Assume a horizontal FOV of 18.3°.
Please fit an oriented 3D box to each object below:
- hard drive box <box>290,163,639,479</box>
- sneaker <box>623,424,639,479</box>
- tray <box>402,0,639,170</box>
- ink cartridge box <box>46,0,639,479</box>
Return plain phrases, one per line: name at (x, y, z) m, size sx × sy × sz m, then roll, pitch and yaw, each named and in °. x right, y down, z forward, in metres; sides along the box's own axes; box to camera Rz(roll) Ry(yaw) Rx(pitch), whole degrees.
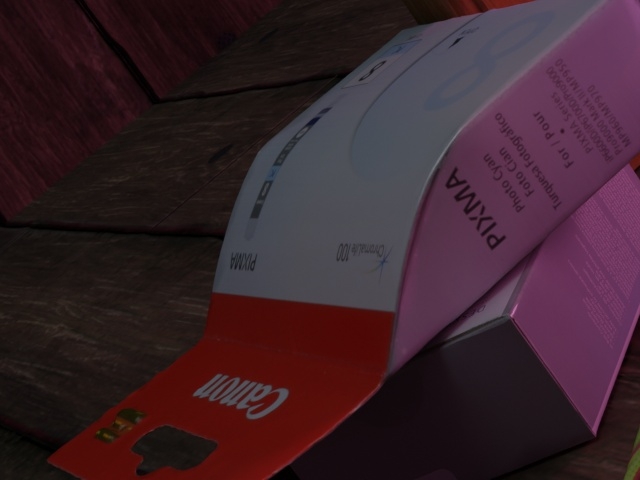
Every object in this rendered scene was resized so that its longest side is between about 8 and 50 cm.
hard drive box at (0.092, 0.049, 1.186) m, size 0.181 × 0.089 × 0.232 m, roll -27°, pitch 17°, yaw 33°
sneaker at (0.205, 0.092, 0.845) m, size 0.094 × 0.081 × 0.208 m, roll -52°, pitch 14°, yaw -28°
tray at (0.130, -0.245, 1.373) m, size 0.203 × 0.411 × 0.076 m, roll -41°, pitch 15°, yaw -20°
ink cartridge box at (0.000, 0.000, 1.195) m, size 0.385 × 0.091 × 0.308 m, roll -39°, pitch 15°, yaw -17°
